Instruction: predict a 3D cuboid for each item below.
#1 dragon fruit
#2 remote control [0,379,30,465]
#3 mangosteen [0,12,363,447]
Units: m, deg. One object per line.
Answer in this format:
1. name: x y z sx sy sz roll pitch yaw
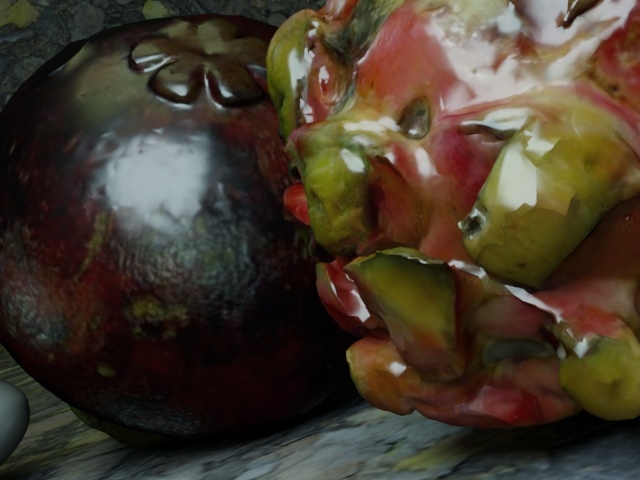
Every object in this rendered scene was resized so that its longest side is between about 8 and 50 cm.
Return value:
1. dragon fruit: 0.123 -0.030 0.490 0.296 0.314 0.263 -39 21 48
2. remote control: -0.367 0.180 0.745 0.332 0.103 0.221 -20 -2 -34
3. mangosteen: -0.089 0.010 0.753 0.306 0.306 0.359 -19 -38 -23
